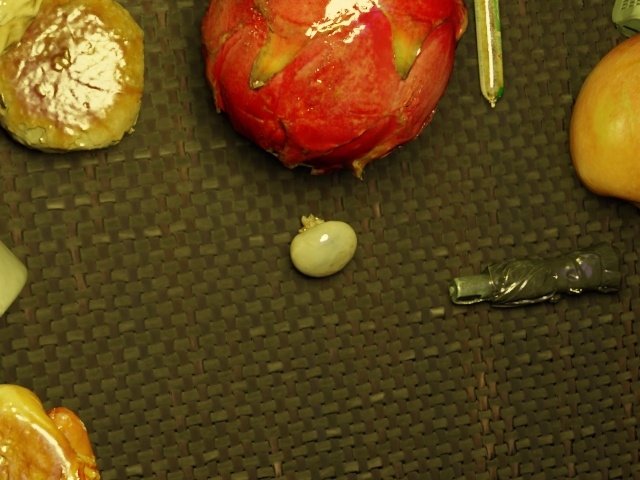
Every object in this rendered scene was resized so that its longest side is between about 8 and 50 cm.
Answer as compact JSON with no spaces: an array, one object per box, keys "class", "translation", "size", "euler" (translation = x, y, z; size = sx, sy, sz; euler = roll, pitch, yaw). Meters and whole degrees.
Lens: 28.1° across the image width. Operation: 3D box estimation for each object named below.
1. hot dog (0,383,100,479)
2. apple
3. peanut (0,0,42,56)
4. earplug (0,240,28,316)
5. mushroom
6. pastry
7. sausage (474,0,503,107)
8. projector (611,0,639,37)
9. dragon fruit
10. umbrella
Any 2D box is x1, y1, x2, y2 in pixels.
[{"class":"hot dog","translation":[-0.326,0.295,1.432],"size":[0.153,0.150,0.257],"euler":[11,87,-6]},{"class":"apple","translation":[0.436,-0.132,1.594],"size":[0.253,0.253,0.254],"euler":[0,91,-15]},{"class":"peanut","translation":[-0.417,-0.225,1.363],"size":[0.325,0.140,0.153],"euler":[-35,69,23]},{"class":"earplug","translation":[-0.536,-0.001,1.272],"size":[0.312,0.312,0.394],"euler":[-44,104,-11]},{"class":"mushroom","translation":[0.000,0.000,1.560],"size":[0.085,0.085,0.079],"euler":[-12,53,-15]},{"class":"pastry","translation":[-0.293,-0.196,1.460],"size":[0.182,0.093,0.193],"euler":[1,91,-13]},{"class":"sausage","translation":[0.211,-0.304,1.626],"size":[0.032,0.033,0.269],"euler":[-4,91,-15]},{"class":"projector","translation":[0.528,-0.332,1.673],"size":[0.250,0.108,0.198],"euler":[19,87,-15]},{"class":"dragon fruit","translation":[0.011,-0.233,1.448],"size":[0.295,0.296,0.302],"euler":[19,112,-15]},{"class":"umbrella","translation":[0.275,0.047,1.637],"size":[0.235,0.059,0.066],"euler":[-6,69,-13]}]
